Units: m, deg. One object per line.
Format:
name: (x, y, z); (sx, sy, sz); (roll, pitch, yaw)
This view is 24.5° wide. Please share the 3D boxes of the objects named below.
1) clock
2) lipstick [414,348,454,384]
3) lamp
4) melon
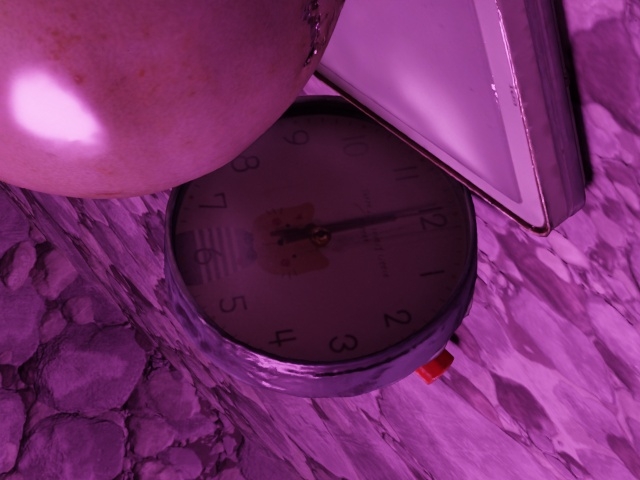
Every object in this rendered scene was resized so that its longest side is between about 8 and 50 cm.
clock: (0.000, 0.000, 1.034); (0.226, 0.226, 0.049); (44, 161, 21)
lipstick: (0.022, 0.036, 1.374); (0.274, 0.061, 0.068); (43, 162, 24)
lamp: (0.042, -0.151, 0.890); (0.266, 0.047, 0.269); (38, 161, 37)
melon: (-0.111, -0.159, 0.740); (0.268, 0.268, 0.330); (42, 159, 29)
